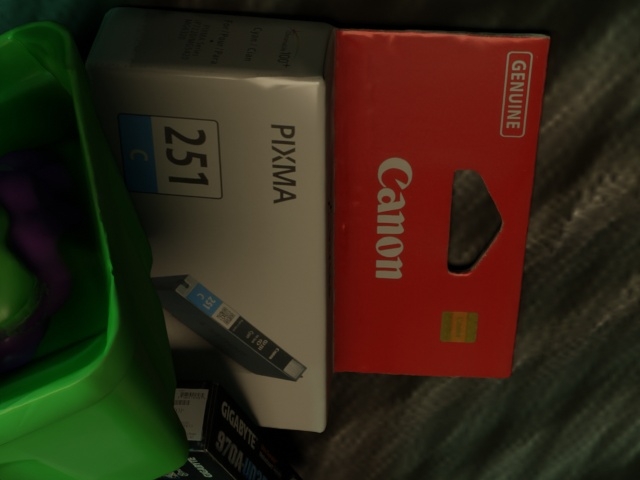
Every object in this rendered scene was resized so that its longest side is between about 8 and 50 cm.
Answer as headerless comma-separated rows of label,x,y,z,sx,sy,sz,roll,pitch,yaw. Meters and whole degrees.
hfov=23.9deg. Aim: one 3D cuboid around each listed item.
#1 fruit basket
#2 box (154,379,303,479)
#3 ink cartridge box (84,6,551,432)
fruit basket,-0.278,0.038,0.748,0.392,0.283,0.392,-9,141,-8
box,-0.121,0.158,1.049,0.175,0.051,0.220,-1,153,17
ink cartridge box,0.000,0.000,0.948,0.261,0.066,0.296,4,132,5
